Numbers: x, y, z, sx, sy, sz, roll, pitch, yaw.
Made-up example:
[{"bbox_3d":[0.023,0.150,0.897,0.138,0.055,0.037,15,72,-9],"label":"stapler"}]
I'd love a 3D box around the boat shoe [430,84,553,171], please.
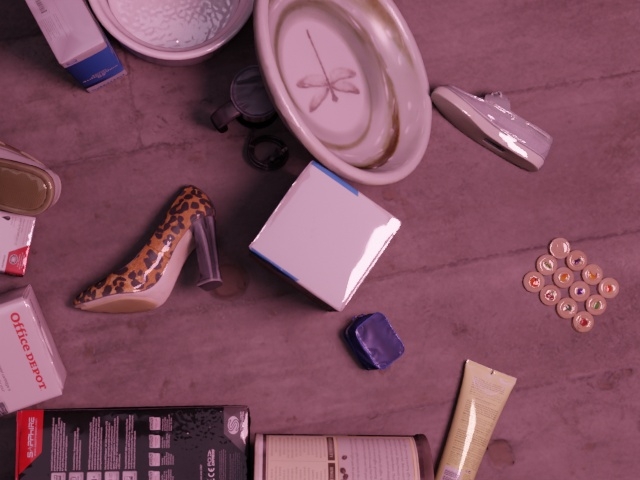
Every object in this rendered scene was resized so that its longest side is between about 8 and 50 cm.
[{"bbox_3d":[0.294,-0.207,1.725,0.228,0.079,0.081,33,79,-8],"label":"boat shoe"}]

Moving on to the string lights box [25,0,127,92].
[{"bbox_3d":[-0.381,-0.323,1.587,0.077,0.260,0.133,-28,91,-3],"label":"string lights box"}]

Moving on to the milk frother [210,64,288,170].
[{"bbox_3d":[-0.095,-0.197,1.664,0.143,0.135,0.129,38,87,-2],"label":"milk frother"}]

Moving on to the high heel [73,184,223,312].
[{"bbox_3d":[-0.292,0.016,1.688,0.261,0.093,0.186,-14,66,8],"label":"high heel"}]

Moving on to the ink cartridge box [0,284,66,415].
[{"bbox_3d":[-0.547,0.194,1.623,0.237,0.100,0.171,-19,104,-4],"label":"ink cartridge box"}]

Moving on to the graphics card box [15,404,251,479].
[{"bbox_3d":[-0.296,0.384,1.637,0.371,0.094,0.232,-2,77,-3],"label":"graphics card box"}]

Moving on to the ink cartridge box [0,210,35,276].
[{"bbox_3d":[-0.540,-0.001,1.650,0.135,0.056,0.099,11,81,-16],"label":"ink cartridge box"}]

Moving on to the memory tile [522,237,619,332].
[{"bbox_3d":[0.432,0.076,1.750,0.148,0.012,0.113,39,86,-1],"label":"memory tile"}]

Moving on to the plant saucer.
[{"bbox_3d":[0.018,-0.268,1.619,0.101,0.400,0.400,-20,89,40],"label":"plant saucer"}]

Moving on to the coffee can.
[{"bbox_3d":[0.030,0.408,1.617,0.276,0.201,0.201,2,88,-4],"label":"coffee can"}]

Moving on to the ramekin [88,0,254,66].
[{"bbox_3d":[-0.240,-0.416,1.656,0.277,0.135,0.277,1,86,-7],"label":"ramekin"}]

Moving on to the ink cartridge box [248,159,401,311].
[{"bbox_3d":[0.000,0.000,1.615,0.171,0.233,0.168,34,84,-2],"label":"ink cartridge box"}]

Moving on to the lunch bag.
[{"bbox_3d":[0.084,0.167,1.697,0.067,0.065,0.098,-33,93,-25],"label":"lunch bag"}]

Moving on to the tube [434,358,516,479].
[{"bbox_3d":[0.251,0.329,1.711,0.070,0.062,0.240,28,78,-46],"label":"tube"}]

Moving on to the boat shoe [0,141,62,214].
[{"bbox_3d":[-0.569,-0.119,1.647,0.302,0.103,0.113,23,100,-4],"label":"boat shoe"}]
